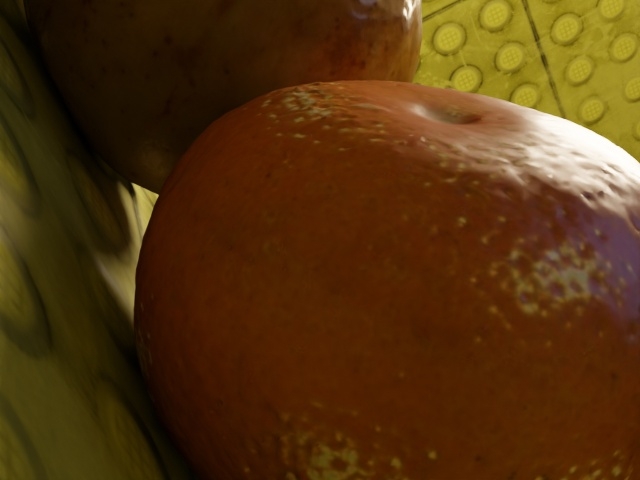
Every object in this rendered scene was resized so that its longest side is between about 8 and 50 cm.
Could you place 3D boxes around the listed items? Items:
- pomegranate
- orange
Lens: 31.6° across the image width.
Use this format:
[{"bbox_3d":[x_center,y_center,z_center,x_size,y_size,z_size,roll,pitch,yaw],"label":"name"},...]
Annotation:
[{"bbox_3d":[-0.099,-0.201,1.094,0.410,0.410,0.410,63,1,-2],"label":"pomegranate"},{"bbox_3d":[0.066,0.061,0.833,0.424,0.424,0.326,-114,-147,-66],"label":"orange"}]
